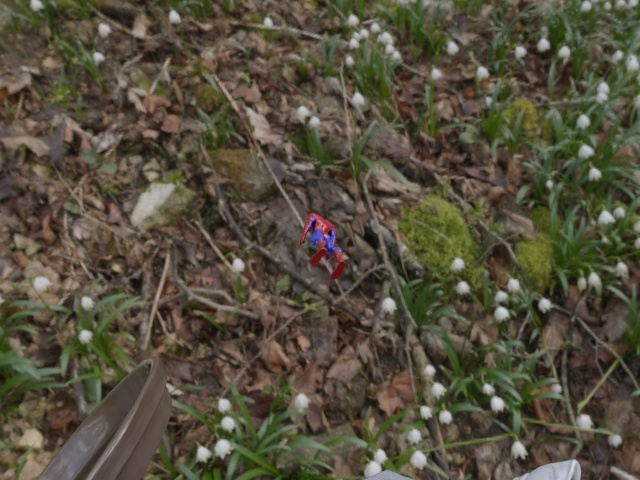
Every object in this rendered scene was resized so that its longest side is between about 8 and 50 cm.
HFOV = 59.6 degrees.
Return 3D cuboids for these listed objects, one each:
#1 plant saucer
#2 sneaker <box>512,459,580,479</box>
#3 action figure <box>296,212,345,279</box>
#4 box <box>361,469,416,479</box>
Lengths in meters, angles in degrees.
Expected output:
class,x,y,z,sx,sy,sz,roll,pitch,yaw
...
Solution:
class,x,y,z,sx,sy,sz,roll,pitch,yaw
plant saucer,-0.214,0.220,0.466,0.278,0.041,0.278,-46,13,14
sneaker,0.260,0.320,0.545,0.094,0.080,0.212,-44,36,28
action figure,0.000,0.000,0.545,0.030,0.038,0.115,-55,17,18
box,-0.028,0.193,0.231,0.322,0.058,0.232,-8,-7,-30
